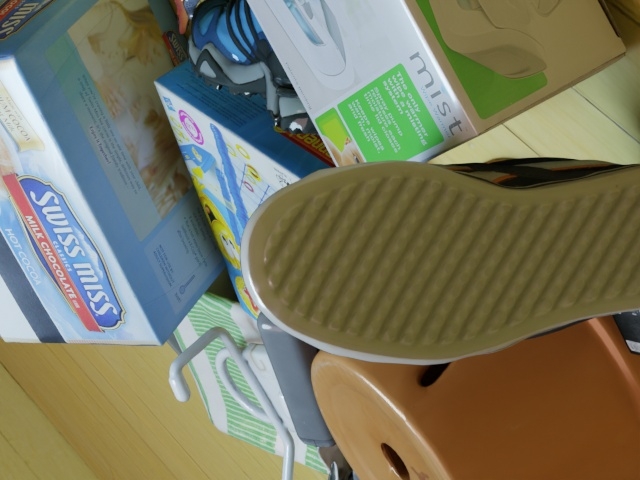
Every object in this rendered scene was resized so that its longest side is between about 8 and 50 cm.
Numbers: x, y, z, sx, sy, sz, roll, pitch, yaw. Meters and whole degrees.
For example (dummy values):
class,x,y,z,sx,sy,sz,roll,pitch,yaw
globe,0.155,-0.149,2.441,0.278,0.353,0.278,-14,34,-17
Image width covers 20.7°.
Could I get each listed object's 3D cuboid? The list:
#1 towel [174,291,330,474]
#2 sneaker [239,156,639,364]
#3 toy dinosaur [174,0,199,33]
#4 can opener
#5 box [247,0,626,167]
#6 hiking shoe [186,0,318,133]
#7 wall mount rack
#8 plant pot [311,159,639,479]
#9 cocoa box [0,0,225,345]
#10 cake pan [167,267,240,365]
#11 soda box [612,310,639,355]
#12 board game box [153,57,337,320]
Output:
class,x,y,z,sx,sy,sz,roll,pitch,yaw
towel,-0.042,0.177,2.005,0.325,0.038,0.248,20,142,40
sneaker,0.092,0.010,1.098,0.127,0.321,0.126,179,89,-70
toy dinosaur,-0.126,-0.222,1.600,0.082,0.090,0.047,-56,49,37
can opener,0.026,0.155,1.620,0.095,0.076,0.283,4,133,25
box,0.047,-0.185,1.138,0.262,0.126,0.231,62,161,-3
hiking shoe,-0.022,-0.177,1.414,0.304,0.113,0.132,-146,58,-60
wall mount rack,-0.011,0.237,1.875,0.350,0.130,0.304,2,127,51
plant pot,0.129,0.112,1.328,0.291,0.203,0.291,48,160,24
cocoa box,-0.252,-0.093,1.762,0.228,0.231,0.347,-1,127,35
cake pan,-0.175,0.053,2.187,0.293,0.054,0.293,47,160,24
soda box,0.258,0.048,1.131,0.053,0.060,0.169,62,161,-17
board game box,0.000,0.000,1.629,0.308,0.086,0.302,35,152,45
